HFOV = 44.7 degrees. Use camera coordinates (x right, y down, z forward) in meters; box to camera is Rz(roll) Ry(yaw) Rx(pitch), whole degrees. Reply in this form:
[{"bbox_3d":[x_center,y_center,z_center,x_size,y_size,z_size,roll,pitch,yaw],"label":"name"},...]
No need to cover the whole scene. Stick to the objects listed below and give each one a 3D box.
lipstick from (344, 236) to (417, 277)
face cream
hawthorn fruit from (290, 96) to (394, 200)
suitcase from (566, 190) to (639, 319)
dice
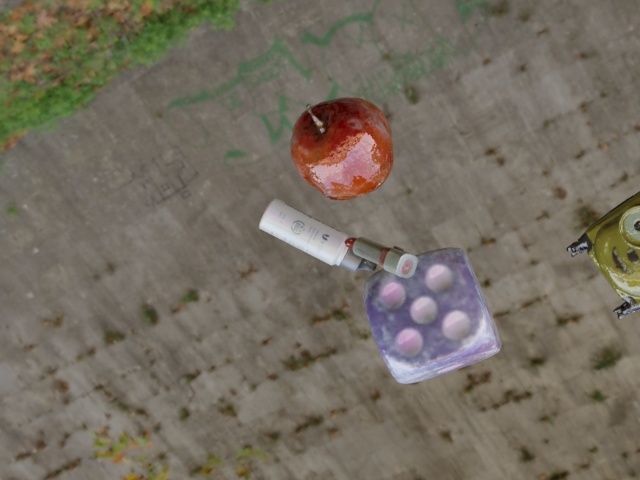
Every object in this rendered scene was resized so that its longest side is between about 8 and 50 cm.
[{"bbox_3d":[0.120,0.024,1.683,0.186,0.063,0.057,24,-84,43],"label":"lipstick"},{"bbox_3d":[0.000,0.000,1.957,0.092,0.311,0.092,-62,178,-4],"label":"face cream"},{"bbox_3d":[0.032,-0.218,1.700,0.241,0.242,0.271,-28,151,14],"label":"hawthorn fruit"},{"bbox_3d":[0.615,0.015,1.469,0.235,0.194,0.143,-41,163,28],"label":"suitcase"},{"bbox_3d":[0.273,0.186,1.909,0.270,0.271,0.270,-21,163,12],"label":"dice"}]
